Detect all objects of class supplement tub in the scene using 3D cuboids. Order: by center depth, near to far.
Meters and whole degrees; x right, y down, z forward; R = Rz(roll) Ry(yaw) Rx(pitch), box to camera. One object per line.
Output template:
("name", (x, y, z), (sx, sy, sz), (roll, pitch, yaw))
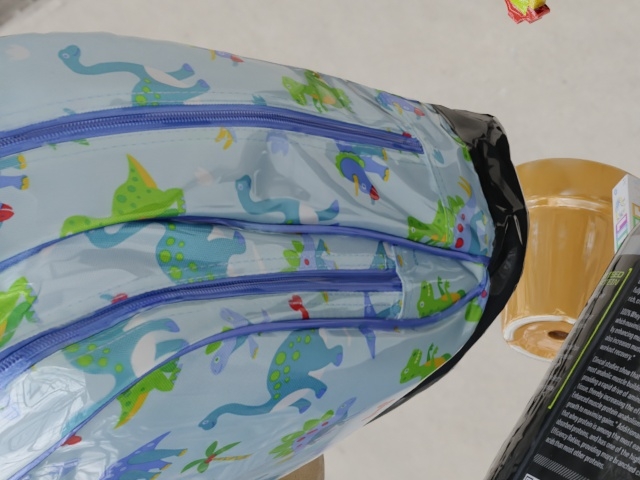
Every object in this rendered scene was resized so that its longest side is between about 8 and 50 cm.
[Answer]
("supplement tub", (0.218, 0.114, 0.746), (0.194, 0.316, 0.193), (31, 173, 4))

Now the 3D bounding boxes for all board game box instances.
("board game box", (0.318, 0.017, 1.191), (0.103, 0.154, 0.026), (23, 133, -12))

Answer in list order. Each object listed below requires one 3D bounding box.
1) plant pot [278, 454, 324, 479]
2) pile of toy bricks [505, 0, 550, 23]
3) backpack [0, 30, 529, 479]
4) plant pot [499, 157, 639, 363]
("plant pot", (-0.145, 0.252, 1.441), (0.237, 0.237, 0.254), (40, -177, 21))
("pile of toy bricks", (0.181, -0.298, 1.284), (0.212, 0.118, 0.105), (52, 157, 28))
("backpack", (-0.089, 0.027, 0.660), (0.356, 0.290, 0.273), (26, -139, -45))
("plant pot", (0.288, 0.036, 1.536), (0.205, 0.187, 0.205), (10, 152, 5))
